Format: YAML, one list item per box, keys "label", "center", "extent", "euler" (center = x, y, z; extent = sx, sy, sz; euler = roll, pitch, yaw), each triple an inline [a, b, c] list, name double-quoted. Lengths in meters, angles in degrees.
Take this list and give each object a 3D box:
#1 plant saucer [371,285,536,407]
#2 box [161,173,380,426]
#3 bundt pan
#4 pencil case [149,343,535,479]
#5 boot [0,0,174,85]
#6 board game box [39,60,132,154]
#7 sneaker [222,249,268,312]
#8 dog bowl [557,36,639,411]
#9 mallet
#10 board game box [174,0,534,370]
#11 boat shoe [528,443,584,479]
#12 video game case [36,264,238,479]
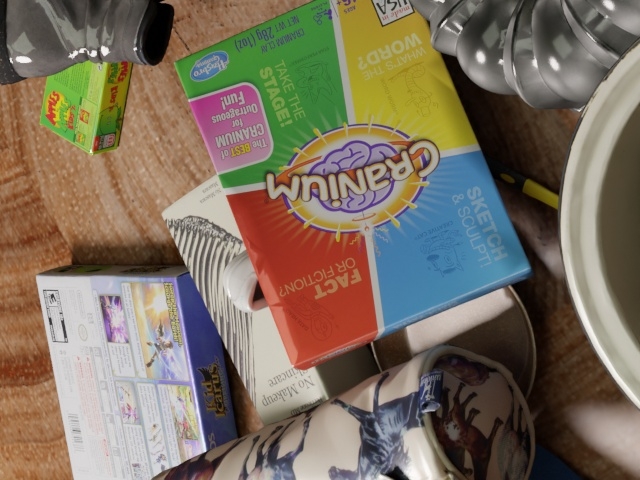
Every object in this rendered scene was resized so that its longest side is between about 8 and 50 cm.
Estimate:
- label: "plant saucer"
  center: [0.137, 0.095, 1.570]
  extent: [0.199, 0.036, 0.198]
  euler: [13, 111, 37]
- label: "box"
  center: [-0.052, 0.060, 1.676]
  extent: [0.113, 0.094, 0.275]
  euler: [-32, 81, 40]
- label: "bundt pan"
  center: [0.197, -0.263, 1.356]
  extent: [0.331, 0.124, 0.330]
  euler: [14, 112, 37]
- label: "pencil case"
  center: [0.002, 0.243, 1.543]
  extent: [0.410, 0.183, 0.160]
  euler: [-28, 101, 31]
- label: "boot"
  center: [-0.258, -0.336, 1.722]
  extent: [0.223, 0.118, 0.338]
  euler: [-8, 80, 19]
- label: "board game box"
  center: [-0.264, -0.200, 1.807]
  extent: [0.092, 0.043, 0.181]
  euler: [30, 120, 30]
- label: "sneaker"
  center: [0.000, 0.000, 1.561]
  extent: [0.212, 0.094, 0.080]
  euler: [-43, 108, -1]
- label: "dog bowl"
  center: [0.401, -0.010, 1.246]
  extent: [0.408, 0.150, 0.408]
  euler: [13, 112, 36]
- label: "mallet"
  center: [0.197, -0.040, 1.484]
  extent: [0.190, 0.039, 0.062]
  euler: [24, 114, 37]
- label: "board game box"
  center: [0.031, -0.068, 1.486]
  extent: [0.242, 0.064, 0.316]
  euler: [-23, 80, 7]
- label: "boat shoe"
  center: [0.257, 0.298, 1.507]
  extent: [0.258, 0.109, 0.089]
  euler: [50, 137, 38]
- label: "video game case"
  center: [-0.214, 0.163, 1.864]
  extent: [0.244, 0.061, 0.269]
  euler: [0, 103, 41]
